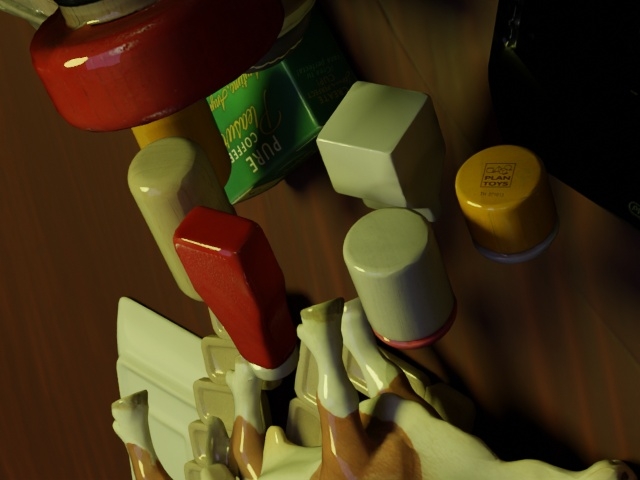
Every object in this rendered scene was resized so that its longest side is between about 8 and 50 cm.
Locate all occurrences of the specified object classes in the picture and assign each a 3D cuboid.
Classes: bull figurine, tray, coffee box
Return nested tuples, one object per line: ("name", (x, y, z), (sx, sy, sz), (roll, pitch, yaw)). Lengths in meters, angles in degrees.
("bull figurine", (0.015, 0.132, 0.933), (0.310, 0.101, 0.188), (-27, 83, 42))
("tray", (-0.083, 0.179, 1.184), (0.145, 0.030, 0.270), (24, 129, 42))
("coffee box", (-0.055, -0.120, 0.945), (0.184, 0.040, 0.113), (60, 144, 6))

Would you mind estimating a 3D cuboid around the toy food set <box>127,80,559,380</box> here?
("toy food set", (0.000, 0.000, 0.833), (0.232, 0.111, 0.104), (13, 145, 30))

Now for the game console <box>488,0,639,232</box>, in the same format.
("game console", (0.207, -0.052, 0.643), (0.361, 0.044, 0.213), (36, 137, 34))

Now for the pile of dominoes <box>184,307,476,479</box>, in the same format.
("pile of dominoes", (0.003, 0.145, 1.053), (0.196, 0.040, 0.251), (31, 127, 32))

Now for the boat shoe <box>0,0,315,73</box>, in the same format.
("boat shoe", (-0.109, -0.140, 0.889), (0.285, 0.103, 0.092), (27, 142, 33))

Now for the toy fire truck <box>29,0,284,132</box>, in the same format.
("toy fire truck", (-0.106, -0.173, 0.763), (0.254, 0.302, 0.169), (4, 129, 48))
